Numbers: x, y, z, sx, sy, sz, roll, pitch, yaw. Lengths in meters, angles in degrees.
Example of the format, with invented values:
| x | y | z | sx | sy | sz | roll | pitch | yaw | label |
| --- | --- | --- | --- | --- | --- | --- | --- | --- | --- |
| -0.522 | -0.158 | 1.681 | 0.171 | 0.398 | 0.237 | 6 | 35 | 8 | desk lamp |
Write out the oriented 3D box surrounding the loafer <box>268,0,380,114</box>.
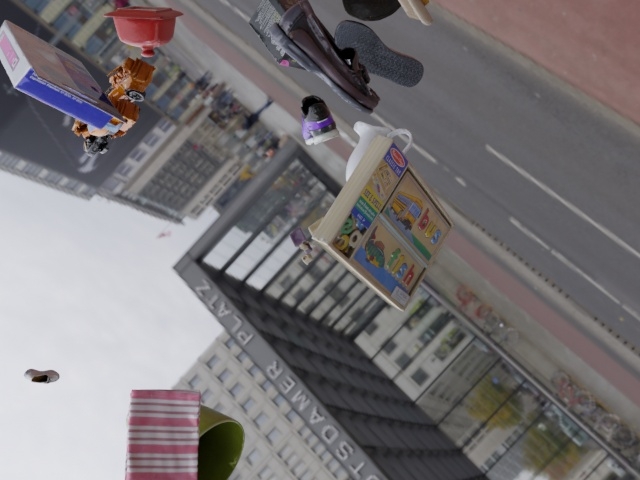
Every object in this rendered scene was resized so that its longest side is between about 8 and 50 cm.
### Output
| x | y | z | sx | sy | sz | roll | pitch | yaw | label |
| --- | --- | --- | --- | --- | --- | --- | --- | --- | --- |
| 0.034 | -0.346 | 1.252 | 0.303 | 0.095 | 0.109 | 27 | -156 | -45 | loafer |

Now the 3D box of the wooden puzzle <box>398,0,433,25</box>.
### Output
| x | y | z | sx | sy | sz | roll | pitch | yaw | label |
| --- | --- | --- | --- | --- | --- | --- | --- | --- | --- |
| 0.176 | -0.598 | 1.467 | 0.221 | 0.044 | 0.238 | 51 | -167 | -22 | wooden puzzle |

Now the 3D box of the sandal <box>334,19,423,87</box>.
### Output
| x | y | z | sx | sy | sz | roll | pitch | yaw | label |
| --- | --- | --- | --- | --- | --- | --- | --- | --- | --- |
| 0.133 | -0.444 | 1.564 | 0.255 | 0.097 | 0.054 | 24 | -157 | -29 | sandal |

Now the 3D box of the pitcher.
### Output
| x | y | z | sx | sy | sz | roll | pitch | yaw | label |
| --- | --- | --- | --- | --- | --- | --- | --- | --- | --- |
| 0.165 | -0.226 | 1.822 | 0.178 | 0.207 | 0.125 | 3 | 160 | 20 | pitcher |

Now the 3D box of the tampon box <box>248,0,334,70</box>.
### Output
| x | y | z | sx | sy | sz | roll | pitch | yaw | label |
| --- | --- | --- | --- | --- | --- | --- | --- | --- | --- |
| -0.070 | -0.498 | 1.543 | 0.120 | 0.101 | 0.161 | -3 | -128 | -46 | tampon box |

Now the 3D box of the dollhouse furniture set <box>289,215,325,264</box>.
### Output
| x | y | z | sx | sy | sz | roll | pitch | yaw | label |
| --- | --- | --- | --- | --- | --- | --- | --- | --- | --- |
| 0.000 | 0.000 | 1.660 | 0.091 | 0.114 | 0.081 | 62 | -165 | 25 | dollhouse furniture set |

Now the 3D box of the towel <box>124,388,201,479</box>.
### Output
| x | y | z | sx | sy | sz | roll | pitch | yaw | label |
| --- | --- | --- | --- | --- | --- | --- | --- | --- | --- |
| -0.312 | 0.396 | 1.290 | 0.144 | 0.197 | 0.029 | 5 | 161 | -18 | towel |

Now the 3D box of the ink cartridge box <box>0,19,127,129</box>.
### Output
| x | y | z | sx | sy | sz | roll | pitch | yaw | label |
| --- | --- | --- | --- | --- | --- | --- | --- | --- | --- |
| -0.513 | -0.313 | 1.259 | 0.176 | 0.069 | 0.371 | 26 | -169 | -43 | ink cartridge box |

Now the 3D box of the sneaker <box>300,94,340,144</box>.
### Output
| x | y | z | sx | sy | sz | roll | pitch | yaw | label |
| --- | --- | --- | --- | --- | --- | --- | --- | --- | --- |
| -0.013 | -0.385 | 2.035 | 0.293 | 0.102 | 0.146 | -138 | 25 | -77 | sneaker |

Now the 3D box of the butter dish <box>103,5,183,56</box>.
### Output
| x | y | z | sx | sy | sz | roll | pitch | yaw | label |
| --- | --- | --- | --- | --- | --- | --- | --- | --- | --- |
| -0.435 | -0.519 | 1.618 | 0.160 | 0.118 | 0.160 | 5 | -156 | 7 | butter dish |

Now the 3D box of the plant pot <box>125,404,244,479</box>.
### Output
| x | y | z | sx | sy | sz | roll | pitch | yaw | label |
| --- | --- | --- | --- | --- | --- | --- | --- | --- | --- |
| -0.419 | 0.567 | 1.872 | 0.294 | 0.274 | 0.275 | 25 | 172 | 32 | plant pot |

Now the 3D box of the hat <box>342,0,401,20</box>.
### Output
| x | y | z | sx | sy | sz | roll | pitch | yaw | label |
| --- | --- | --- | --- | --- | --- | --- | --- | --- | --- |
| 0.153 | -0.773 | 1.758 | 0.134 | 0.331 | 0.331 | 51 | -174 | 28 | hat |

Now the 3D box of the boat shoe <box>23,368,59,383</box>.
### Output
| x | y | z | sx | sy | sz | roll | pitch | yaw | label |
| --- | --- | --- | --- | --- | --- | --- | --- | --- | --- |
| -0.660 | 0.330 | 1.552 | 0.035 | 0.035 | 0.100 | 31 | 176 | 29 | boat shoe |

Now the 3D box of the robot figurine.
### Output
| x | y | z | sx | sy | sz | roll | pitch | yaw | label |
| --- | --- | --- | --- | --- | --- | --- | --- | --- | --- |
| -0.483 | -0.309 | 1.487 | 0.085 | 0.211 | 0.291 | 27 | 157 | -34 | robot figurine |

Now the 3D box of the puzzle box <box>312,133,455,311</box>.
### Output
| x | y | z | sx | sy | sz | roll | pitch | yaw | label |
| --- | --- | --- | --- | --- | --- | --- | --- | --- | --- |
| 0.165 | -0.025 | 1.509 | 0.052 | 0.272 | 0.409 | 25 | 170 | 39 | puzzle box |
